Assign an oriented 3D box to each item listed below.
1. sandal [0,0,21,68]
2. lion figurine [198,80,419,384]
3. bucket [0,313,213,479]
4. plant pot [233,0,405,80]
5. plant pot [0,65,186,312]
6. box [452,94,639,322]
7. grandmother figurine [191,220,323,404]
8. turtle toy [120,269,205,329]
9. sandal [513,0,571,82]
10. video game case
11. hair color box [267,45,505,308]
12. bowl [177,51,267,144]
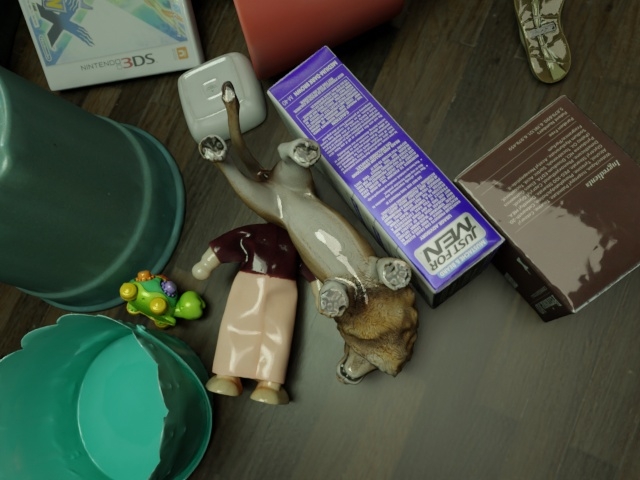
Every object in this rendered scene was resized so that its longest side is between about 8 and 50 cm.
[{"bbox_3d":[-0.608,-0.284,0.928,0.107,0.167,0.445,10,81,-3],"label":"sandal"},{"bbox_3d":[0.000,0.000,0.660,0.142,0.240,0.392,-30,80,0],"label":"lion figurine"},{"bbox_3d":[-0.294,0.243,0.726,0.281,0.183,0.281,-3,78,13],"label":"bucket"},{"bbox_3d":[-0.017,-0.401,0.771,0.243,0.275,0.274,-16,75,-2],"label":"plant pot"},{"bbox_3d":[-0.425,-0.077,0.746,0.341,0.334,0.340,-2,78,12],"label":"plant pot"},{"bbox_3d":[0.293,-0.030,0.653,0.167,0.168,0.203,-38,72,2],"label":"box"},{"bbox_3d":[-0.082,0.053,0.766,0.208,0.104,0.342,15,78,-13],"label":"grandmother figurine"},{"bbox_3d":[-0.243,0.091,0.801,0.130,0.095,0.066,25,61,1],"label":"turtle toy"},{"bbox_3d":[0.330,-0.320,0.773,0.072,0.049,0.180,-9,91,17],"label":"sandal"},{"bbox_3d":[-0.374,-0.437,0.870,0.300,0.036,0.328,-5,113,12],"label":"video game case"},{"bbox_3d":[0.084,-0.077,0.703,0.110,0.185,0.338,-37,73,1],"label":"hair color box"},{"bbox_3d":[-0.170,-0.243,0.867,0.142,0.053,0.141,-20,75,7],"label":"bowl"}]
